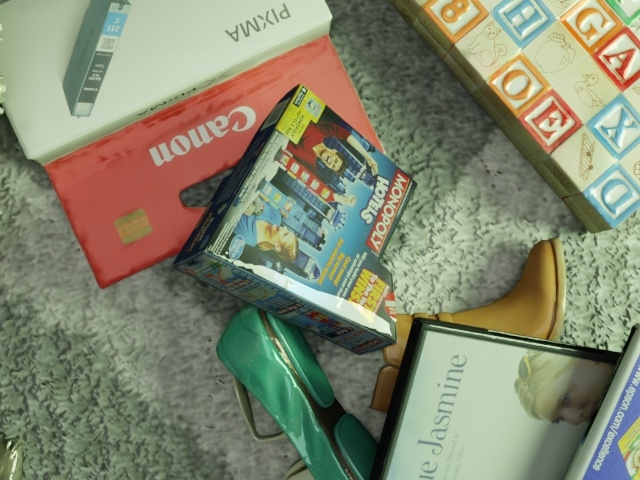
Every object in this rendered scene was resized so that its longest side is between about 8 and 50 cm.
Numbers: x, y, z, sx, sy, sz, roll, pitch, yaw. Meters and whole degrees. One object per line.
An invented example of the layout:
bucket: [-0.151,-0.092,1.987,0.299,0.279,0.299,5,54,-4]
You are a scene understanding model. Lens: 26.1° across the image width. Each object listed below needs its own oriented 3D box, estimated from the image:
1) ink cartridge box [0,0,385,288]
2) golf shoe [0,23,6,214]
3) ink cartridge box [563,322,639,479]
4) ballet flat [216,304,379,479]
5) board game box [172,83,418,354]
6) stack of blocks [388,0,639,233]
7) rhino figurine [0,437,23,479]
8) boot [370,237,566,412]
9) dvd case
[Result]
ink cartridge box: [-0.124,-0.135,1.229,0.296,0.066,0.261,-26,88,-2]
golf shoe: [-0.339,-0.104,1.144,0.140,0.115,0.306,-5,108,-30]
ink cartridge box: [0.344,0.267,1.149,0.307,0.072,0.304,25,93,7]
ballet flat: [-0.010,0.169,1.222,0.087,0.083,0.247,-34,89,22]
board game box: [0.000,0.000,1.199,0.194,0.060,0.194,40,57,-19]
stack of blocks: [0.217,-0.173,1.228,0.171,0.087,0.297,-40,89,-3]
rhino figurine: [-0.261,0.273,1.205,0.106,0.073,0.243,-25,87,-5]
boot: [0.132,0.080,1.226,0.152,0.073,0.197,13,85,2]
dvd case: [0.171,0.171,1.187,0.253,0.022,0.180,11,100,-22]
